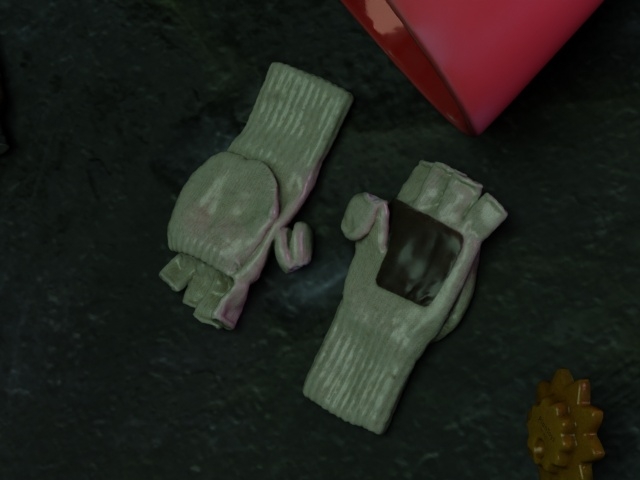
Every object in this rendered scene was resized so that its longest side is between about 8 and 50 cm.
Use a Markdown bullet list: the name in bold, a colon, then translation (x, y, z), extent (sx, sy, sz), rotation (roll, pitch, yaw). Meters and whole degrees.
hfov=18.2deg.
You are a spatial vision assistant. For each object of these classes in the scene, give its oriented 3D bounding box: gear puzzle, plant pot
- **gear puzzle**: translation (0.163, 0.250, 1.295), extent (0.175, 0.044, 0.339), rotation (157, 114, -62)
- **plant pot**: translation (0.112, -0.247, 1.356), extent (0.243, 0.275, 0.275), rotation (-40, 68, -1)

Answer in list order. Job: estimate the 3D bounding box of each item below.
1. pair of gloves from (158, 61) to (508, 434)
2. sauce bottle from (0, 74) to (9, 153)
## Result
- **pair of gloves**: translation (0.000, 0.000, 1.462), extent (0.240, 0.042, 0.204), rotation (35, 95, 24)
- **sauce bottle**: translation (-0.275, -0.130, 1.596), extent (0.042, 0.042, 0.128), rotation (-23, 71, 17)
